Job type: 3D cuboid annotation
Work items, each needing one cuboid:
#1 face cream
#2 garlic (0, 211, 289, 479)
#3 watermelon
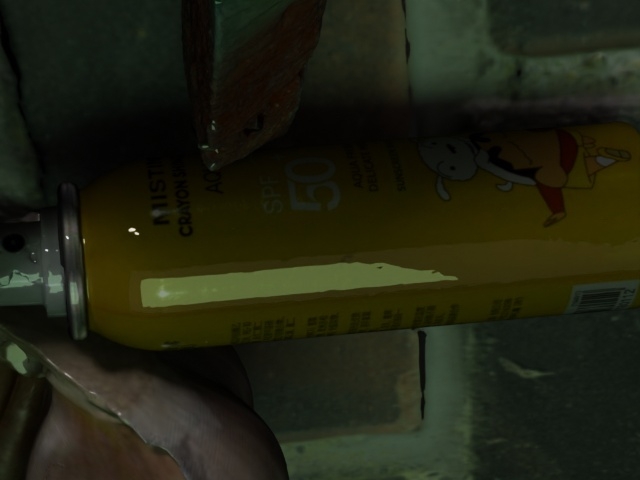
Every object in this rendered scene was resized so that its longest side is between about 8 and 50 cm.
[{"bbox_3d":[0.000,0.000,0.963,0.348,0.105,0.105,-5,138,-7],"label":"face cream"},{"bbox_3d":[-0.141,0.138,1.059,0.237,0.210,0.292,-3,130,-11],"label":"garlic"},{"bbox_3d":[-0.030,-0.113,0.854,0.094,0.154,0.241,2,152,-7],"label":"watermelon"}]
